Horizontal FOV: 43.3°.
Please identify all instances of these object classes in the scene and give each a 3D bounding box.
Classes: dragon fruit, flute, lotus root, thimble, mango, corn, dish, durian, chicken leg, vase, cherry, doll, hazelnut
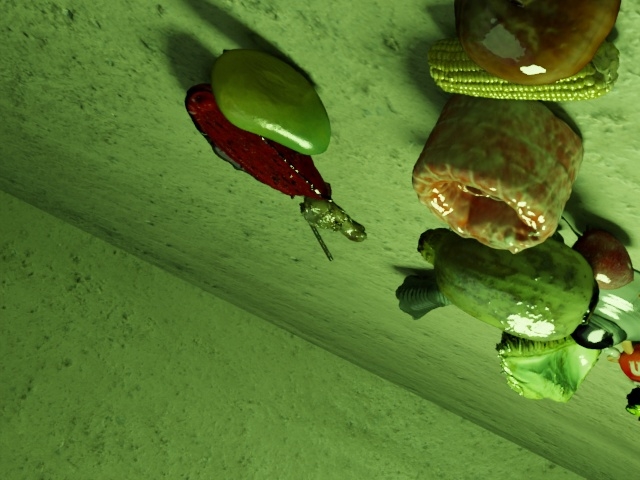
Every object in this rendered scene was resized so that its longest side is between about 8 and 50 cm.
[{"bbox_3d":[-0.138,-0.208,1.597,0.343,0.100,0.282,41,160,-31],"label":"dragon fruit"},{"bbox_3d":[0.000,0.000,2.154,0.014,0.014,0.269,20,161,22],"label":"flute"},{"bbox_3d":[0.306,0.061,1.343,0.309,0.173,0.173,19,162,10],"label":"lotus root"},{"bbox_3d":[0.260,-0.101,1.203,0.239,0.162,0.239,25,163,9],"label":"thimble"},{"bbox_3d":[-0.078,-0.238,1.363,0.237,0.137,0.091,21,169,-30],"label":"mango"},{"bbox_3d":[0.248,-0.218,1.014,0.248,0.081,0.081,12,158,41],"label":"corn"},{"bbox_3d":[0.534,0.147,1.576,0.273,0.134,0.273,26,163,8],"label":"dish"},{"bbox_3d":[0.483,0.242,1.763,0.163,0.198,0.394,27,-168,40],"label":"durian"},{"bbox_3d":[0.032,-0.049,1.893,0.198,0.069,0.085,29,141,-28],"label":"chicken leg"},{"bbox_3d":[0.293,0.128,1.953,0.115,0.115,0.237,34,157,-20],"label":"vase"},{"bbox_3d":[0.444,0.005,1.388,0.225,0.090,0.107,39,180,5],"label":"cherry"},{"bbox_3d":[0.703,0.262,1.746,0.183,0.085,0.217,13,149,35],"label":"doll"},{"bbox_3d":[0.211,-0.255,0.825,0.182,0.182,0.182,25,163,8],"label":"hazelnut"}]

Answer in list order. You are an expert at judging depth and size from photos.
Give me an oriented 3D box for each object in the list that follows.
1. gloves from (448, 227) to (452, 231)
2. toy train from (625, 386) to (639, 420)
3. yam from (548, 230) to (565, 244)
[{"bbox_3d":[0.326,0.020,1.579,0.119,0.097,0.229,8,160,37],"label":"gloves"},{"bbox_3d":[0.834,0.381,1.868,0.160,0.100,0.296,27,164,-4],"label":"toy train"},{"bbox_3d":[0.332,-0.018,1.442,0.194,0.107,0.107,34,162,-18],"label":"yam"}]
